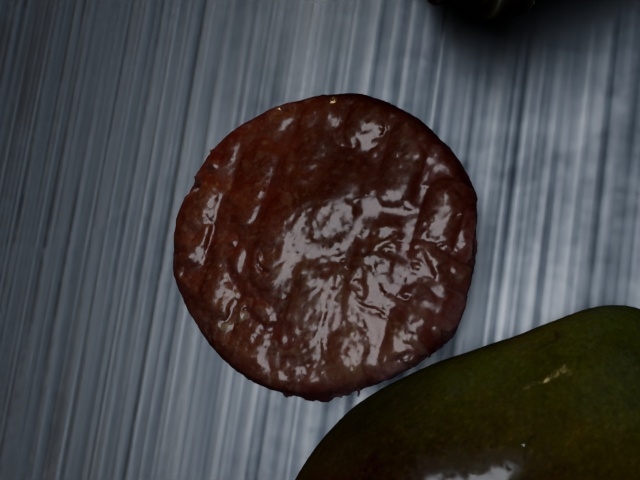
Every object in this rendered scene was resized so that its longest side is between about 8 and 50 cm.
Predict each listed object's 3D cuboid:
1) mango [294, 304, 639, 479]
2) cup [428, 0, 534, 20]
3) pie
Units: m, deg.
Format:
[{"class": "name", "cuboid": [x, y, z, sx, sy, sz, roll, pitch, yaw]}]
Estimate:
[{"class": "mango", "cuboid": [0.069, 0.127, 0.372, 0.267, 0.111, 0.133, -40, 62, 1]}, {"class": "cup", "cuboid": [0.159, -0.230, 0.369, 0.280, 0.196, 0.196, -15, 78, 3]}, {"class": "pie", "cuboid": [0.000, 0.000, 0.432, 0.182, 0.049, 0.182, -5, 74, 18]}]
